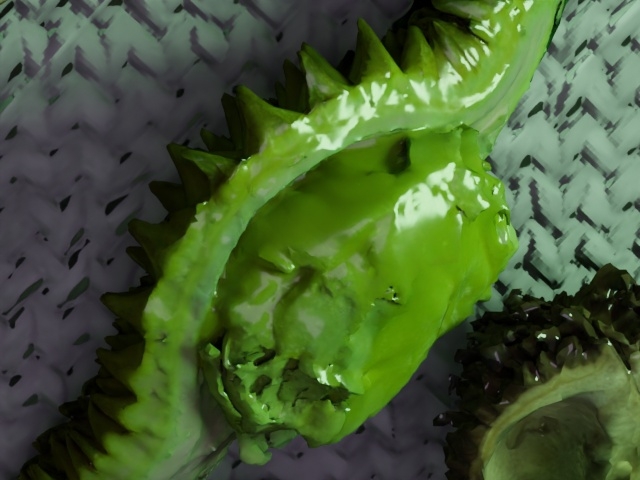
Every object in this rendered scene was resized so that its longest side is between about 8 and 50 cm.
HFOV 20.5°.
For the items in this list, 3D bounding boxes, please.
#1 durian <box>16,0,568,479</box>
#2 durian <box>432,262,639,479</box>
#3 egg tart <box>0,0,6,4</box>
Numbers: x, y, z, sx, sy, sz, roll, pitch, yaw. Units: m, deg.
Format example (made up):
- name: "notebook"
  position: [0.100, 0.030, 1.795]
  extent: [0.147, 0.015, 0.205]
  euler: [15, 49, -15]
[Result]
- name: "durian"
  position: [-0.003, -0.004, 0.643]
  extent: [0.132, 0.106, 0.375]
  euler: [38, 102, -16]
- name: "durian"
  position: [0.116, 0.111, 0.665]
  extent: [0.167, 0.196, 0.196]
  euler: [13, 104, -1]
- name: "egg tart"
  position: [-0.146, -0.206, 0.515]
  extent: [0.352, 0.150, 0.352]
  euler: [-11, 118, -21]
